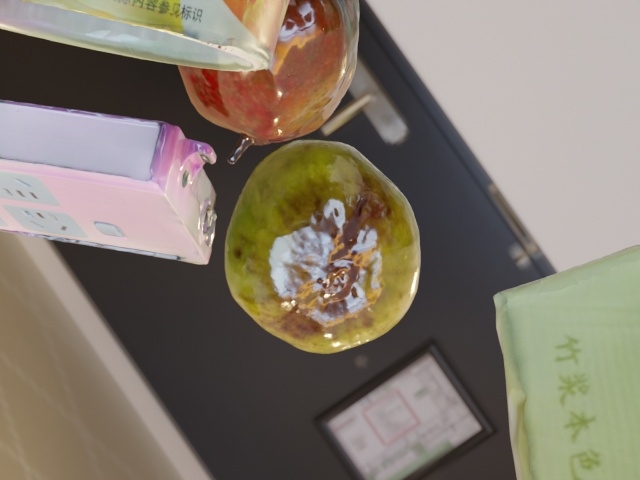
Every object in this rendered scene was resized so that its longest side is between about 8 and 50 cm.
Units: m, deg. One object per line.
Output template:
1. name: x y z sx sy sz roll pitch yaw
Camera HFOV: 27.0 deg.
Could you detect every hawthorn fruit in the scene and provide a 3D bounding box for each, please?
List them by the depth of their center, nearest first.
1. hawthorn fruit: -0.065 -0.195 1.444 0.208 0.208 0.248 -32 146 -48

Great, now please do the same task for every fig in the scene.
1. fig: 0.000 0.002 0.925 0.136 0.153 0.121 -3 168 -2

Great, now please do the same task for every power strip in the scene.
1. power strip: -0.185 -0.039 0.684 0.109 0.279 0.037 68 33 -67

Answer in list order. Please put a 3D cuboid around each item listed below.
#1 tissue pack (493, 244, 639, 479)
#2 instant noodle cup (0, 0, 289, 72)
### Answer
1. tissue pack: 0.129 0.125 0.315 0.125 0.234 0.159 -18 142 22
2. instant noodle cup: -0.103 -0.199 0.653 0.264 0.200 0.264 10 -178 0
